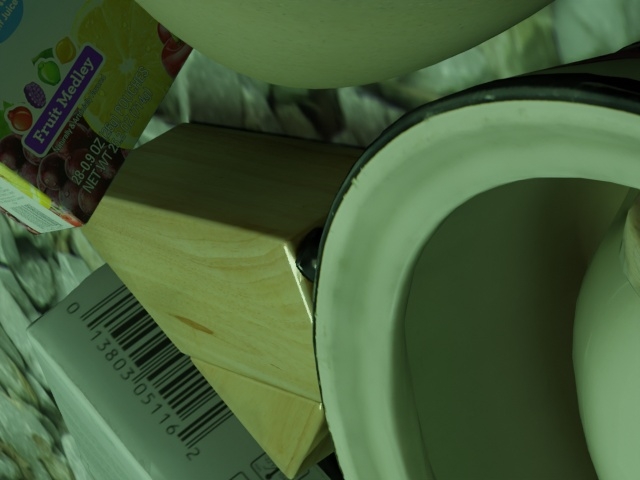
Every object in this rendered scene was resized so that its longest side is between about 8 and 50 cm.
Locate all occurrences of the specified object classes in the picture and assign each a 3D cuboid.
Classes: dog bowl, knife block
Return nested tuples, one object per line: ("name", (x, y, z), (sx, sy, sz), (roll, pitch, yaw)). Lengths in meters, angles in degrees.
("dog bowl", (0.184, 0.100, 0.636), (0.408, 0.150, 0.408), (37, 145, 32))
("knife block", (0.000, 0.000, 0.889), (0.276, 0.088, 0.242), (49, 149, 17))

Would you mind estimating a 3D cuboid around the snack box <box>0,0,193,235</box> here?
("snack box", (-0.158, -0.131, 0.841), (0.207, 0.174, 0.070), (36, 158, -22))

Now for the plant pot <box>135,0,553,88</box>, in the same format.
("plant pot", (0.004, -0.155, 0.605), (0.256, 0.256, 0.274), (53, 166, 9))

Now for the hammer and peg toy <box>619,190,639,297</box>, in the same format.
("hammer and peg toy", (0.264, 0.048, 0.343), (0.361, 0.266, 0.127), (47, 165, 21))

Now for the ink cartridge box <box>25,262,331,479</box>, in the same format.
("ink cartridge box", (-0.044, 0.206, 1.199), (0.308, 0.091, 0.385), (47, 166, 18))
